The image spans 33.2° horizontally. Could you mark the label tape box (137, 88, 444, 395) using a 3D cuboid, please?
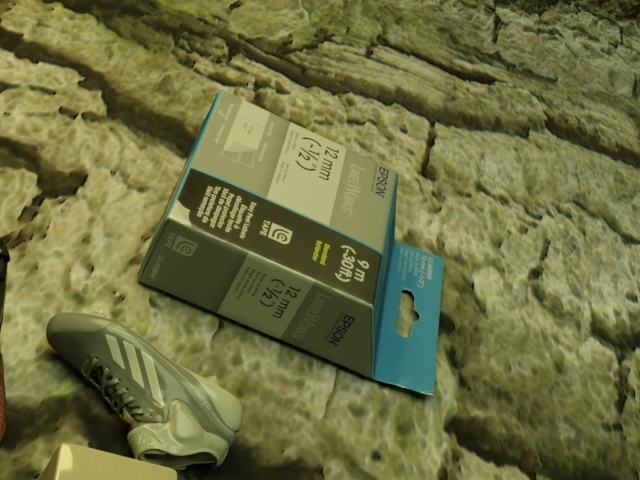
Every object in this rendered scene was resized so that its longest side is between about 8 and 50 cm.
[{"bbox_3d":[0.000,0.000,1.213,0.348,0.115,0.249,22,40,-7],"label":"label tape box"}]

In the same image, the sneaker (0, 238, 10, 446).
[{"bbox_3d":[-0.321,0.062,0.928,0.098,0.135,0.276,4,47,-32],"label":"sneaker"}]

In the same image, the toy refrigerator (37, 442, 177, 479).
[{"bbox_3d":[-0.179,0.297,0.801,0.102,0.094,0.269,18,42,-20],"label":"toy refrigerator"}]

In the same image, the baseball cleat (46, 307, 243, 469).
[{"bbox_3d":[-0.172,0.141,0.987,0.206,0.072,0.109,25,46,-1],"label":"baseball cleat"}]
